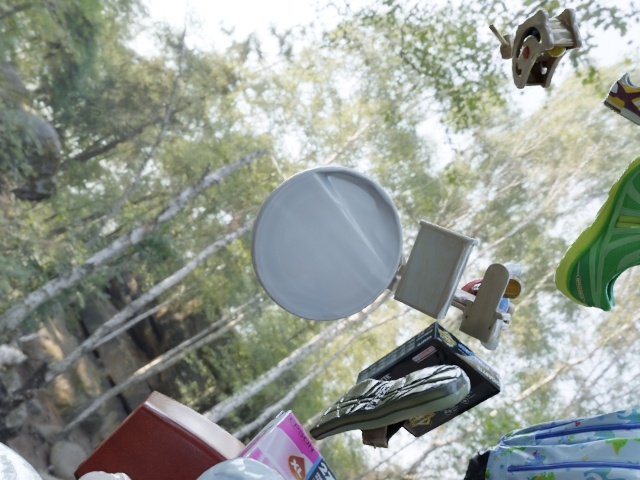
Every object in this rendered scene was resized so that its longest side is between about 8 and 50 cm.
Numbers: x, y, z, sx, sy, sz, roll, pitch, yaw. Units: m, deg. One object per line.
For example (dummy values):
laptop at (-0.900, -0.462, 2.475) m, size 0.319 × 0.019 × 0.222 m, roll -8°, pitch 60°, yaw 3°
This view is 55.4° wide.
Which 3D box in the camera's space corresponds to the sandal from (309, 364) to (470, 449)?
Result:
sandal at (0.092, 0.258, 0.880) m, size 0.303 × 0.120 × 0.086 m, roll -28°, pitch -86°, yaw 46°

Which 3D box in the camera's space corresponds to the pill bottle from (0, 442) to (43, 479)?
pill bottle at (-0.333, 0.282, 0.430) m, size 0.162 × 0.278 × 0.162 m, roll 29°, pitch -5°, yaw 3°

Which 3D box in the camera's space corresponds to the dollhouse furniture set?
dollhouse furniture set at (0.327, 0.080, 1.333) m, size 0.303 × 0.173 × 0.356 m, roll 25°, pitch 9°, yaw 35°

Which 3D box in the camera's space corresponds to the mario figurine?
mario figurine at (0.463, 0.163, 1.563) m, size 0.170 × 0.198 × 0.320 m, roll 60°, pitch 5°, yaw 7°

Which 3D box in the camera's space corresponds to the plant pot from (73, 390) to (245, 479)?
plant pot at (-0.326, 0.456, 1.216) m, size 0.236 × 0.267 × 0.267 m, roll 45°, pitch -10°, yaw -2°

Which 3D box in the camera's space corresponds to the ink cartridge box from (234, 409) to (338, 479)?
ink cartridge box at (-0.048, 0.372, 0.908) m, size 0.175 × 0.069 × 0.371 m, roll 55°, pitch 12°, yaw 6°

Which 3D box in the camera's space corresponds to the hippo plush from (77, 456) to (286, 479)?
hippo plush at (-0.062, 0.295, 0.504) m, size 0.234 × 0.237 × 0.294 m, roll -42°, pitch -107°, yaw 30°

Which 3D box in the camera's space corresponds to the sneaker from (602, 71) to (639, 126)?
sneaker at (0.654, -0.260, 1.193) m, size 0.185 × 0.070 × 0.083 m, roll 38°, pitch -62°, yaw 24°

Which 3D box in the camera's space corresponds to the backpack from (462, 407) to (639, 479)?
backpack at (0.494, 0.448, 1.101) m, size 0.290 × 0.273 × 0.356 m, roll 42°, pitch -32°, yaw -17°

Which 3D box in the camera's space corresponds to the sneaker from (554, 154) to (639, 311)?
sneaker at (0.487, -0.019, 0.934) m, size 0.123 × 0.109 × 0.295 m, roll 40°, pitch -68°, yaw 34°

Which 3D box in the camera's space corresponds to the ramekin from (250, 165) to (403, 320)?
ramekin at (0.000, 0.000, 1.092) m, size 0.272 × 0.273 × 0.127 m, roll 65°, pitch -13°, yaw -15°

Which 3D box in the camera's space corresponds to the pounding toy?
pounding toy at (0.483, -0.442, 1.445) m, size 0.269 × 0.155 × 0.154 m, roll -148°, pitch -126°, yaw -85°

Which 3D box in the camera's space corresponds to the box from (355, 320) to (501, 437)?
box at (0.203, 0.272, 1.170) m, size 0.175 × 0.220 × 0.051 m, roll 40°, pitch 33°, yaw -14°
